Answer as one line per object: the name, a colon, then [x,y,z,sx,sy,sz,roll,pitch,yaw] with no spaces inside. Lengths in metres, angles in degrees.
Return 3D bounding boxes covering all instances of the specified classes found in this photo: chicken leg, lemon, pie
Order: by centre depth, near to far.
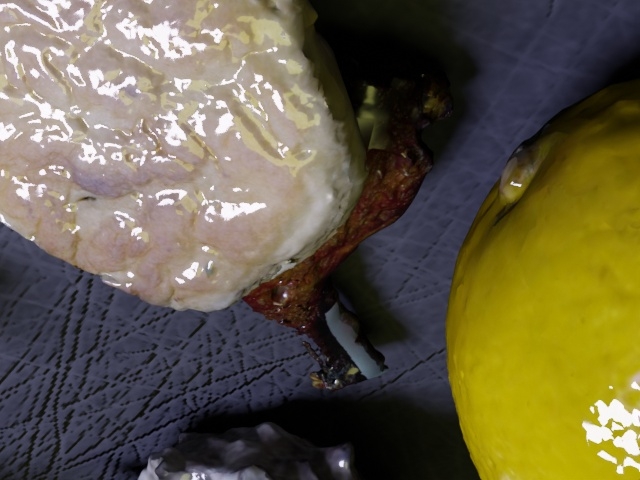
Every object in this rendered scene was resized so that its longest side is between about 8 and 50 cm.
pie: [-0.080,-0.059,0.657,0.218,0.052,0.185,32,133,-12]
lemon: [0.161,0.036,0.707,0.219,0.240,0.240,44,127,-7]
chicken leg: [0.000,0.000,0.783,0.106,0.051,0.253,-5,145,-9]

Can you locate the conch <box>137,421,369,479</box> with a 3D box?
conch: [-0.039,0.221,0.965,0.241,0.186,0.313,28,157,1]
